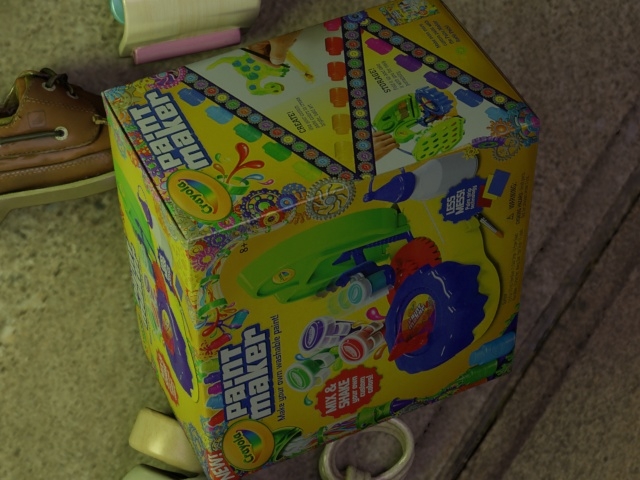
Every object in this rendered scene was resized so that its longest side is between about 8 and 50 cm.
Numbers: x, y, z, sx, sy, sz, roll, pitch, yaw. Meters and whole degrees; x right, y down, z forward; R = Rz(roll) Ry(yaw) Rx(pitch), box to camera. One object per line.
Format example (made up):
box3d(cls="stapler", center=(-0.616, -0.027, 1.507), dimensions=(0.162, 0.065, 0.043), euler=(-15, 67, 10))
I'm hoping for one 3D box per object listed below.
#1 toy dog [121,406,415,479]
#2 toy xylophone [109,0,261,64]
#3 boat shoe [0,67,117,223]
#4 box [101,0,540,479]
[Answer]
box3d(cls="toy dog", center=(-0.043, 0.260, 1.358), dimensions=(0.333, 0.161, 0.220), euler=(4, 94, -19))
box3d(cls="toy xylophone", center=(-0.159, -0.303, 1.304), dimensions=(0.236, 0.081, 0.323), euler=(-4, 97, -17))
box3d(cls="boat shoe", center=(-0.216, -0.085, 1.291), dimensions=(0.307, 0.111, 0.104), euler=(-20, 103, -16))
box3d(cls="box", center=(0.000, 0.000, 1.270), dimensions=(0.279, 0.177, 0.290), euler=(-19, 139, -16))
